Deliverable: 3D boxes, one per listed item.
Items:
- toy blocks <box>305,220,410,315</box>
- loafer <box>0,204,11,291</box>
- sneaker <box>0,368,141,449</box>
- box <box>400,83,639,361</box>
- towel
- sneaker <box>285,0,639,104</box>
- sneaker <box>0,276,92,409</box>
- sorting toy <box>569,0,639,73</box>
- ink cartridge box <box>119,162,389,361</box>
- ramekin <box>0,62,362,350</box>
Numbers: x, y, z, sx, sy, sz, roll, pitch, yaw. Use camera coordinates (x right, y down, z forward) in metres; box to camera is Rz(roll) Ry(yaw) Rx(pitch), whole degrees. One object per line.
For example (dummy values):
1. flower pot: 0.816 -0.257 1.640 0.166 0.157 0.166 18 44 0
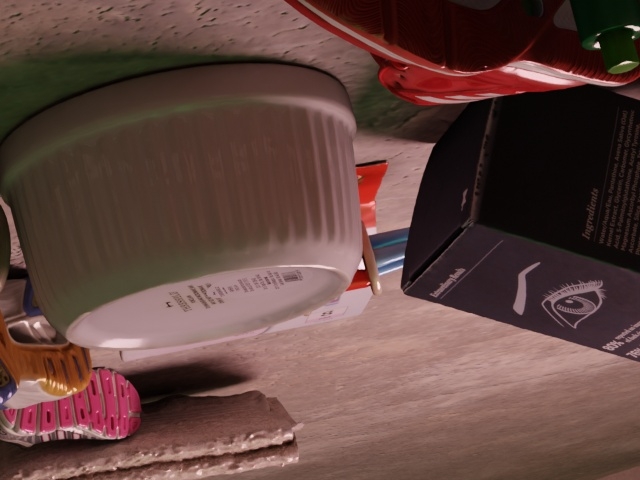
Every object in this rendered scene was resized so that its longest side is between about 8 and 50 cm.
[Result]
1. toy blocks: 0.000 0.000 1.204 0.148 0.054 0.123 -16 146 -2
2. loafer: -0.302 0.027 1.017 0.269 0.102 0.092 -14 171 10
3. sneaker: -0.232 0.149 1.620 0.075 0.063 0.170 -15 169 39
4. box: 0.171 -0.008 1.117 0.207 0.108 0.153 17 160 -9
5. towel: -0.164 0.187 1.719 0.282 0.049 0.187 -8 -173 -10
6. sneaker: 0.037 -0.098 0.858 0.221 0.087 0.128 14 161 -36
7. sneaker: -0.261 0.074 1.211 0.131 0.111 0.296 -15 165 13
8. sorting toy: 0.246 -0.120 0.864 0.366 0.126 0.127 -4 164 -31
9. ink cartridge box: -0.051 0.020 1.292 0.189 0.066 0.232 -10 169 -9
10. ramekin: -0.073 -0.011 1.044 0.207 0.109 0.207 -11 165 -3
